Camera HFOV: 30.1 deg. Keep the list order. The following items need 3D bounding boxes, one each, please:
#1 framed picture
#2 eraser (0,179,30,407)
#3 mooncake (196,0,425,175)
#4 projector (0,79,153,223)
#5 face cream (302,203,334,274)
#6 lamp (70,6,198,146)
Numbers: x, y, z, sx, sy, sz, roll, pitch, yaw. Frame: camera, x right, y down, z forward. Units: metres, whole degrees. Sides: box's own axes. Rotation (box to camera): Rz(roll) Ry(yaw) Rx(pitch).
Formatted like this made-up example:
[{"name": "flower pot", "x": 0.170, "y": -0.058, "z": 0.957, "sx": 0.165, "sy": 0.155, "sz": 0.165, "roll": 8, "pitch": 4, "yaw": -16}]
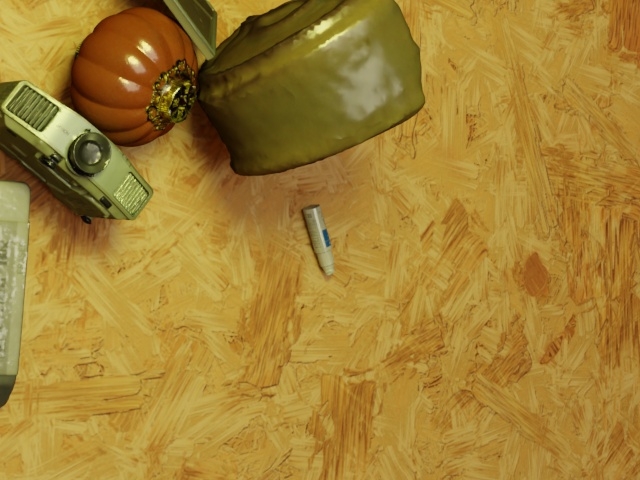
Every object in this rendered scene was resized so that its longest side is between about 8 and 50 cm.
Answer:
[{"name": "framed picture", "x": -0.253, "y": -0.439, "z": 1.884, "sx": 0.020, "sy": 0.211, "sz": 0.289, "roll": -31, "pitch": 117, "yaw": 13}, {"name": "eraser", "x": -0.497, "y": 0.084, "z": 1.801, "sx": 0.089, "sy": 0.061, "sz": 0.352, "roll": 4, "pitch": 90, "yaw": -36}, {"name": "mooncake", "x": -0.005, "y": -0.274, "z": 1.932, "sx": 0.246, "sy": 0.394, "sz": 0.393, "roll": 61, "pitch": 33, "yaw": -17}, {"name": "projector", "x": -0.385, "y": -0.127, "z": 1.789, "sx": 0.269, "sy": 0.193, "sz": 0.088, "roll": 43, "pitch": 69, "yaw": -29}, {"name": "face cream", "x": 0.000, "y": 0.000, "z": 2.175, "sx": 0.034, "sy": 0.034, "sz": 0.130, "roll": -24, "pitch": 106, "yaw": -33}, {"name": "lamp", "x": -0.288, "y": -0.252, "z": 1.852, "sx": 0.223, "sy": 0.196, "sz": 0.223, "roll": -49, "pitch": 157, "yaw": -30}]
